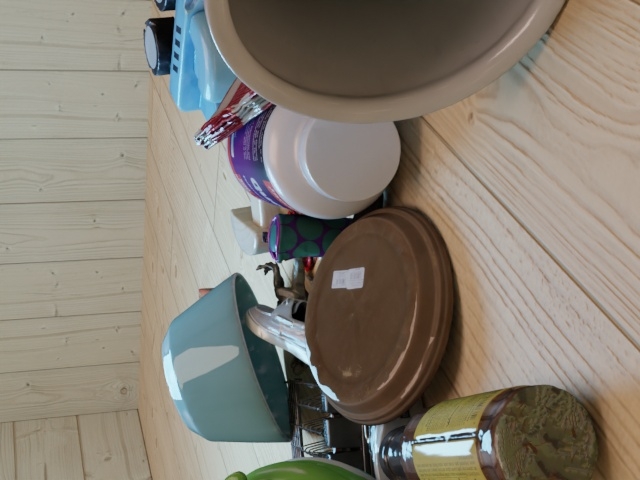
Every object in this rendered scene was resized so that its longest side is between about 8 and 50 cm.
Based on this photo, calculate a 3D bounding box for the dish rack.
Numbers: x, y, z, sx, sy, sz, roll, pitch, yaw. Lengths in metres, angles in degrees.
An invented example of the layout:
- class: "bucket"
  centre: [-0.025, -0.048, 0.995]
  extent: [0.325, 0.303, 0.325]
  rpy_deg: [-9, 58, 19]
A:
- class: "dish rack"
  centre: [0.006, 0.312, 1.491]
  extent: [0.271, 0.074, 0.208]
  rpy_deg: [161, 107, -73]

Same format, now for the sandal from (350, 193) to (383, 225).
- class: "sandal"
  centre: [0.070, 0.018, 1.279]
  extent: [0.067, 0.040, 0.179]
  rpy_deg: [-24, 59, 60]

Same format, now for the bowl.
- class: "bowl"
  centre: [-0.170, 0.226, 1.670]
  extent: [0.311, 0.163, 0.312]
  rpy_deg: [-18, -90, -87]

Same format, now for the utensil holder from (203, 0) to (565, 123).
- class: "utensil holder"
  centre: [0.029, -0.360, 0.924]
  extent: [0.328, 0.327, 0.386]
  rpy_deg: [108, 155, -48]

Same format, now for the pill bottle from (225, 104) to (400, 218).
- class: "pill bottle"
  centre: [-0.011, -0.126, 1.295]
  extent: [0.323, 0.181, 0.182]
  rpy_deg: [-159, 67, -71]

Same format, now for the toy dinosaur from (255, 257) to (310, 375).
- class: "toy dinosaur"
  centre: [-0.050, 0.091, 1.606]
  extent: [0.118, 0.064, 0.268]
  rpy_deg: [32, 136, 53]

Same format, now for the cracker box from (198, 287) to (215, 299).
- class: "cracker box"
  centre: [-0.235, 0.227, 2.214]
  extent: [0.155, 0.067, 0.232]
  rpy_deg: [175, 91, -72]

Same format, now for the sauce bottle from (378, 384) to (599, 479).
- class: "sauce bottle"
  centre: [0.148, 0.212, 0.972]
  extent: [0.344, 0.111, 0.112]
  rpy_deg: [143, 122, -70]

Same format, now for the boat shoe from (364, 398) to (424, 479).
- class: "boat shoe"
  centre: [0.094, 0.238, 1.206]
  extent: [0.070, 0.077, 0.219]
  rpy_deg: [121, 150, -58]

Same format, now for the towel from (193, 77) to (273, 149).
- class: "towel"
  centre: [-0.043, -0.261, 1.279]
  extent: [0.329, 0.037, 0.237]
  rpy_deg: [-25, 31, 53]

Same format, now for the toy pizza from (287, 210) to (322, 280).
- class: "toy pizza"
  centre: [-0.025, -0.032, 1.588]
  extent: [0.201, 0.032, 0.201]
  rpy_deg: [177, 90, -72]

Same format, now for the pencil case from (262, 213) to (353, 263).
- class: "pencil case"
  centre: [0.000, 0.000, 1.327]
  extent: [0.064, 0.151, 0.070]
  rpy_deg: [-144, 60, -63]

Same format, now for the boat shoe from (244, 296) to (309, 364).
- class: "boat shoe"
  centre: [-0.032, 0.133, 1.509]
  extent: [0.227, 0.079, 0.081]
  rpy_deg: [24, 102, 44]

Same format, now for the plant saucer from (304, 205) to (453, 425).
- class: "plant saucer"
  centre: [0.060, 0.090, 1.191]
  extent: [0.278, 0.041, 0.278]
  rpy_deg: [-27, 57, 51]

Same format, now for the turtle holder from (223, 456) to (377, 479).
- class: "turtle holder"
  centre: [-0.027, 0.410, 1.232]
  extent: [0.320, 0.227, 0.243]
  rpy_deg: [-31, 71, 23]

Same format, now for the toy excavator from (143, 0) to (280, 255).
- class: "toy excavator"
  centre: [-0.152, -0.255, 1.711]
  extent: [0.433, 0.222, 0.445]
  rpy_deg: [104, 147, -44]
